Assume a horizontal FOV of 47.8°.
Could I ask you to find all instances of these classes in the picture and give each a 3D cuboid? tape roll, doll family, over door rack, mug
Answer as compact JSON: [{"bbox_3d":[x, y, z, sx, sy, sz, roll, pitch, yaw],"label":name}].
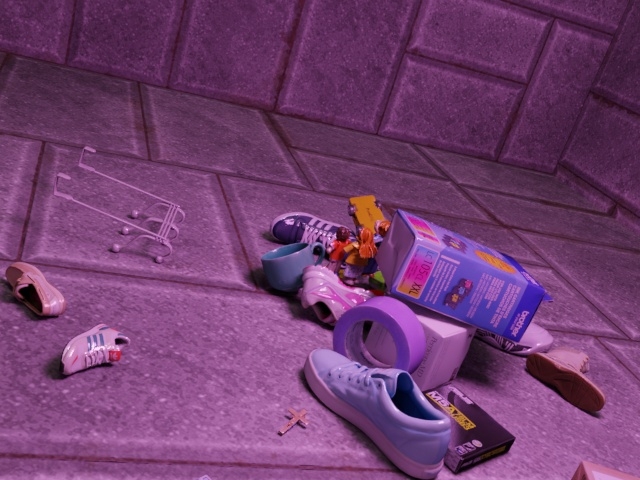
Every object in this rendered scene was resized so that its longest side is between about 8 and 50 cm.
[{"bbox_3d":[0.125,0.221,1.553,0.188,0.189,0.080,29,25,24],"label":"tape roll"},{"bbox_3d":[0.129,0.024,1.903,0.118,0.163,0.262,33,26,31],"label":"doll family"},{"bbox_3d":[-0.513,-0.082,1.843,0.324,0.108,0.240,34,19,-16],"label":"over door rack"},{"bbox_3d":[-0.064,0.068,1.834,0.157,0.098,0.129,-14,12,8],"label":"mug"}]

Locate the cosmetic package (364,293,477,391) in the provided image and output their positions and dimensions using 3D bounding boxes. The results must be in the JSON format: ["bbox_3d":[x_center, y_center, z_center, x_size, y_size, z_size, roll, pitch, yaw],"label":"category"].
[{"bbox_3d":[0.231,0.225,1.672,0.183,0.151,0.151,33,26,35],"label":"cosmetic package"}]

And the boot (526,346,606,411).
[{"bbox_3d":[0.647,0.340,1.822,0.165,0.077,0.213,-3,28,-45],"label":"boot"}]

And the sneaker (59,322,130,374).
[{"bbox_3d":[-0.417,0.207,1.349,0.075,0.057,0.161,17,19,11],"label":"sneaker"}]

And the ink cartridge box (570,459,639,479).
[{"bbox_3d":[0.574,0.529,1.314,0.193,0.088,0.235,16,22,-1],"label":"ink cartridge box"}]

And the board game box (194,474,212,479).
[{"bbox_3d":[-0.154,0.437,1.043,0.201,0.035,0.136,32,26,30],"label":"board game box"}]

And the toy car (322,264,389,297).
[{"bbox_3d":[0.138,0.127,1.961,0.239,0.053,0.225,30,25,26],"label":"toy car"}]

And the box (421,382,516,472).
[{"bbox_3d":[0.274,0.380,1.488,0.184,0.045,0.190,-6,33,-40],"label":"box"}]

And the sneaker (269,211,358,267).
[{"bbox_3d":[0.000,0.000,2.090,0.282,0.099,0.153,11,21,-25],"label":"sneaker"}]

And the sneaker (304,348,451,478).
[{"bbox_3d":[0.119,0.295,1.429,0.365,0.150,0.135,34,26,34],"label":"sneaker"}]

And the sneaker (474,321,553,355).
[{"bbox_3d":[0.470,0.157,1.932,0.365,0.210,0.137,22,23,9],"label":"sneaker"}]

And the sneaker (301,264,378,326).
[{"bbox_3d":[0.051,0.164,1.764,0.252,0.103,0.111,28,63,-14],"label":"sneaker"}]

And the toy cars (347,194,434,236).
[{"bbox_3d":[0.230,-0.003,2.118,0.393,0.087,0.176,27,49,24],"label":"toy cars"}]

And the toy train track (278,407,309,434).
[{"bbox_3d":[-0.053,0.345,1.365,0.048,0.014,0.083,34,32,19],"label":"toy train track"}]

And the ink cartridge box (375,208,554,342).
[{"bbox_3d":[0.347,0.089,1.713,0.395,0.151,0.270,24,14,-10],"label":"ink cartridge box"}]

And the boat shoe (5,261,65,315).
[{"bbox_3d":[-0.590,0.097,1.464,0.170,0.063,0.059,30,19,25],"label":"boat shoe"}]
